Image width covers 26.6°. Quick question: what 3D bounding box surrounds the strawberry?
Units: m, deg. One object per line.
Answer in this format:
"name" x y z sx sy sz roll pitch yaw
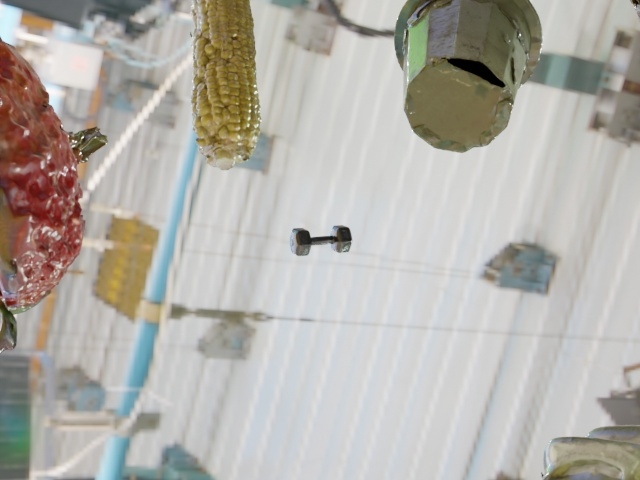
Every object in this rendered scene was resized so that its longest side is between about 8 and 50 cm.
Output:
"strawberry" -0.188 -0.038 0.762 0.140 0.085 0.192 -36 -102 48

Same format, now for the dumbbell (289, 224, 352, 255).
"dumbbell" 0.000 0.000 1.818 0.040 0.083 0.036 -153 -119 -65

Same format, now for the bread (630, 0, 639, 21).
"bread" 0.344 -0.078 0.854 0.167 0.324 0.277 -52 -151 -1

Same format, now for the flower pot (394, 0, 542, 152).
"flower pot" 0.198 -0.233 1.841 0.212 0.212 0.203 -52 -166 30

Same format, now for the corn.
"corn" -0.116 -0.215 1.604 0.086 0.086 0.288 -33 -129 41

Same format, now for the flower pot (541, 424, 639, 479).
"flower pot" 0.252 0.359 1.312 0.164 0.367 0.254 -6 -68 50

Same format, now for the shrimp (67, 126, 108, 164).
"shrimp" -0.348 -0.100 1.636 0.115 0.217 0.051 -35 -104 52
